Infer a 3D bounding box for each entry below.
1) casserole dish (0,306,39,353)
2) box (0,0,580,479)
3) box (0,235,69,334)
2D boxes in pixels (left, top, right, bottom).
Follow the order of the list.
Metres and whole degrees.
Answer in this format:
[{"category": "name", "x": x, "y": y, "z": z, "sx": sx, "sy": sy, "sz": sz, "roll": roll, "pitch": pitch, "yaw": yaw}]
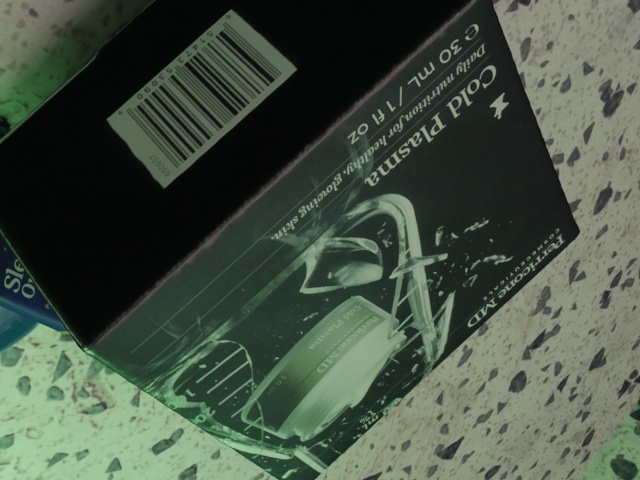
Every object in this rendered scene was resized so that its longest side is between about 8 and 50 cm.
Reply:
[{"category": "casserole dish", "x": -0.386, "y": 0.082, "z": 1.179, "sx": 0.188, "sy": 0.037, "sz": 0.114, "roll": -39, "pitch": 140, "yaw": -45}, {"category": "box", "x": -0.019, "y": -0.038, "z": 1.152, "sx": 0.480, "sy": 0.297, "sz": 0.472, "roll": -43, "pitch": 145, "yaw": -2}, {"category": "box", "x": -0.336, "y": 0.006, "z": 1.156, "sx": 0.225, "sy": 0.037, "sz": 0.136, "roll": 34, "pitch": 60, "yaw": -49}]
